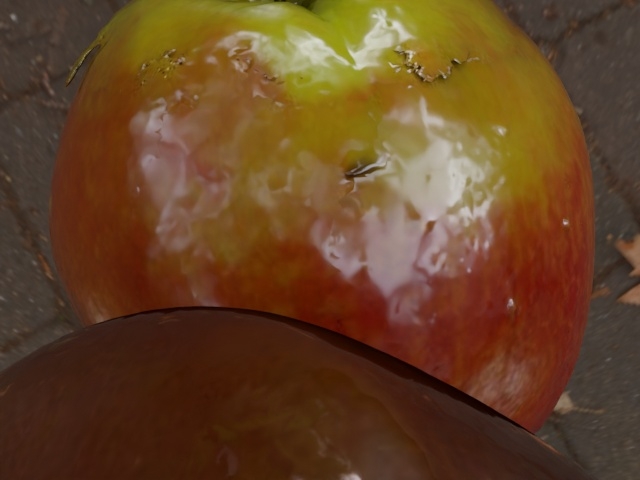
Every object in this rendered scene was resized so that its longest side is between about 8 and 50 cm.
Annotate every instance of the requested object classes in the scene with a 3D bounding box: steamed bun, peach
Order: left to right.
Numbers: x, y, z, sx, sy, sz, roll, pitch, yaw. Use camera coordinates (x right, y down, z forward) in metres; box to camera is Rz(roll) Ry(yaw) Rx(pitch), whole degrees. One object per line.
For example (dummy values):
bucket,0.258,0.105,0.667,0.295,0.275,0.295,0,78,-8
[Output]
steamed bun,-0.041,0.165,0.510,0.379,0.235,0.248,-26,49,35
peach,0.000,0.000,0.877,0.369,0.370,0.370,0,78,0
